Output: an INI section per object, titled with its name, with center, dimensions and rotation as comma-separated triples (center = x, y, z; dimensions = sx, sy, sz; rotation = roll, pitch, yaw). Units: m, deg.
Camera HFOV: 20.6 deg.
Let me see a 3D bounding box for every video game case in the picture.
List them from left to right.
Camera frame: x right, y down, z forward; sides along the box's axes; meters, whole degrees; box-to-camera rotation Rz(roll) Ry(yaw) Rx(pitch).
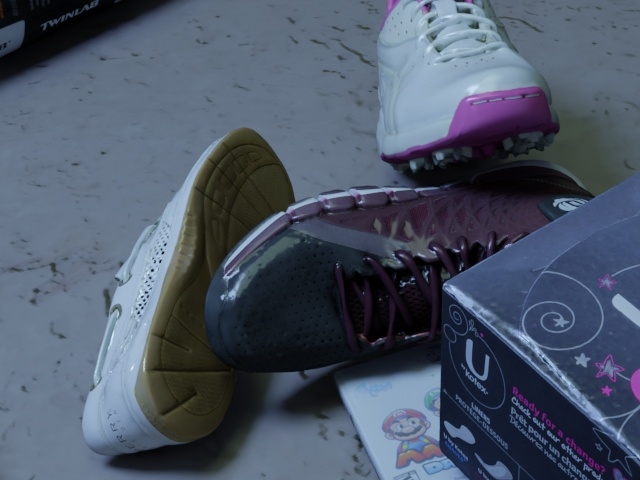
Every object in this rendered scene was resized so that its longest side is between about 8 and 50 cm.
[video game case]
center = 0.100, 0.100, 1.062
dimensions = 0.157, 0.019, 0.143
rotation = -17, 33, -7

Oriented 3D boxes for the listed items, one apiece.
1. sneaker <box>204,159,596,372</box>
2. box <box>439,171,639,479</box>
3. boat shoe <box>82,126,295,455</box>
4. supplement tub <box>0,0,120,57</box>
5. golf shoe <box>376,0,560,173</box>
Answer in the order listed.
[sneaker]
center = 0.078, 0.020, 1.069
dimensions = 0.281, 0.106, 0.162
rotation = -20, 19, -22
[box]
center = 0.207, 0.059, 0.952
dimensions = 0.247, 0.142, 0.163
rotation = -28, 49, -23
[boat shoe]
center = -0.094, 0.029, 1.160
dimensions = 0.096, 0.098, 0.277
rotation = -25, 27, 33
[supplement tub]
center = -0.277, -0.281, 1.605
dimensions = 0.316, 0.194, 0.193
rotation = -29, 37, -25
[golf shoe]
center = 0.084, -0.118, 1.197
dimensions = 0.115, 0.140, 0.306
rotation = -9, 5, -6
